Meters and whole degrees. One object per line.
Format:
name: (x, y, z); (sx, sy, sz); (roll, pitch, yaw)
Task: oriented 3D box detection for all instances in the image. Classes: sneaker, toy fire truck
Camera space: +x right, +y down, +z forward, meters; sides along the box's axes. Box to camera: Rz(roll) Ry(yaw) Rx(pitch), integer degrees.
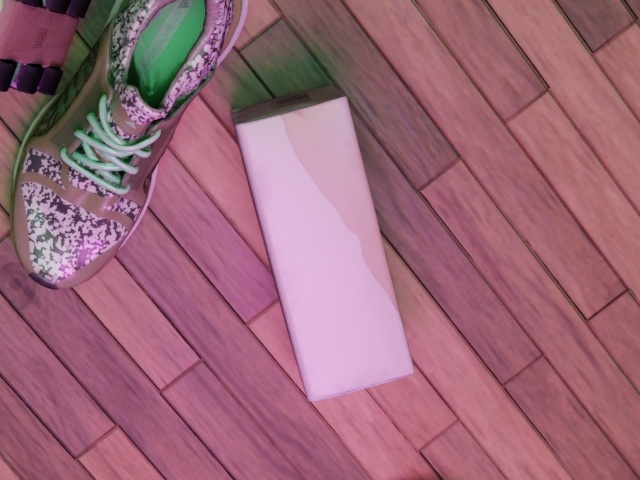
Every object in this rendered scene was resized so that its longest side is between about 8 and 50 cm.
sneaker: (-0.210, -0.129, 1.408); (0.158, 0.182, 0.410); (26, 98, -10)
toy fire truck: (-0.372, -0.265, 1.360); (0.246, 0.217, 0.158); (23, 98, 5)

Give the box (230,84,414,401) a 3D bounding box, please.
box: (0.000, 0.000, 1.476); (0.121, 0.148, 0.311); (-15, 104, -3)
